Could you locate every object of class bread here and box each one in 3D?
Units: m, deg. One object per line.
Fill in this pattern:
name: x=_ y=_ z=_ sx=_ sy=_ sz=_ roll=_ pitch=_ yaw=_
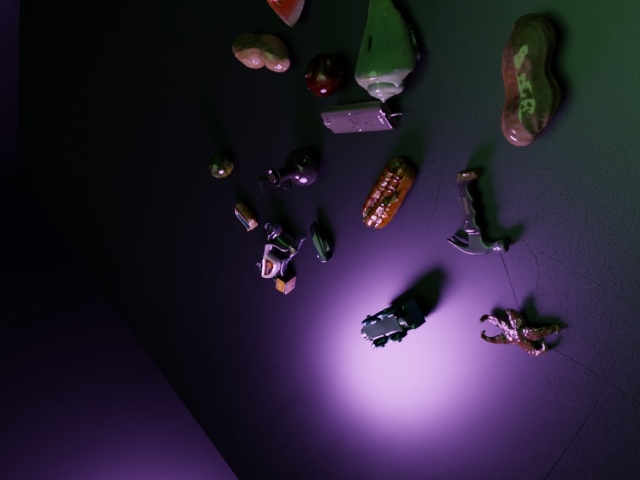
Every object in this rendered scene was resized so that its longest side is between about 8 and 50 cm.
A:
bread: x=-0.279 y=-0.092 z=2.011 sx=0.106 sy=0.053 sz=0.072 roll=47 pitch=158 yaw=20

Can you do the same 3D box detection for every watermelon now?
watermelon: x=-0.105 y=-0.706 z=1.521 sx=0.192 sy=0.137 sz=0.145 roll=-10 pitch=138 yaw=45
watermelon: x=-0.369 y=-0.278 z=1.973 sx=0.109 sy=0.109 sz=0.109 roll=21 pitch=123 yaw=36

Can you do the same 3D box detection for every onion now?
onion: x=0.009 y=-0.463 z=1.509 sx=0.119 sy=0.118 sz=0.117 roll=62 pitch=159 yaw=1

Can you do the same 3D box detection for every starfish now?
starfish: x=0.528 y=0.238 z=1.416 sx=0.209 sy=0.053 sz=0.150 roll=-14 pitch=112 yaw=42

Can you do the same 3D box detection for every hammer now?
hammer: x=0.394 y=-0.072 z=1.385 sx=0.158 sy=0.041 sz=0.227 roll=-1 pitch=110 yaw=42

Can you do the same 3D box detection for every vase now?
vase: x=-0.087 y=-0.218 z=1.668 sx=0.120 sy=0.182 sz=0.120 roll=22 pitch=125 yaw=36

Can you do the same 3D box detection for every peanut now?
peanut: x=-0.182 y=-0.582 z=1.647 sx=0.229 sy=0.098 sz=0.103 roll=23 pitch=166 yaw=35
peanut: x=0.452 y=-0.340 z=1.147 sx=0.125 sy=0.111 sz=0.275 roll=9 pitch=116 yaw=36

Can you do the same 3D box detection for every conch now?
conch: x=0.174 y=-0.482 z=1.357 sx=0.143 sy=0.137 sz=0.251 roll=41 pitch=118 yaw=58

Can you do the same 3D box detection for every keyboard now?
keyboard: x=-0.161 y=-0.195 z=1.876 sx=0.155 sy=0.010 sz=0.053 roll=-1 pitch=108 yaw=44

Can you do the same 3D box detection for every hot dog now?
hot dog: x=0.186 y=-0.124 z=1.534 sx=0.104 sy=0.076 sz=0.250 roll=46 pitch=132 yaw=16

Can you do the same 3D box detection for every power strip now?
power strip: x=0.118 y=-0.344 z=1.492 sx=0.267 sy=0.034 sz=0.092 roll=6 pitch=150 yaw=42

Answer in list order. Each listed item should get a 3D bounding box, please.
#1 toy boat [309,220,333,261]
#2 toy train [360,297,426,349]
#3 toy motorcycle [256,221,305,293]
toy boat: x=0.000 y=0.000 z=1.785 sx=0.060 sy=0.055 sz=0.141 roll=-18 pitch=96 yaw=24
toy train: x=0.217 y=0.252 z=1.629 sx=0.197 sy=0.154 sz=0.107 roll=-31 pitch=84 yaw=46
toy motorcycle: x=-0.147 y=0.052 z=1.931 sx=0.157 sy=0.091 sz=0.263 roll=28 pitch=129 yaw=22
